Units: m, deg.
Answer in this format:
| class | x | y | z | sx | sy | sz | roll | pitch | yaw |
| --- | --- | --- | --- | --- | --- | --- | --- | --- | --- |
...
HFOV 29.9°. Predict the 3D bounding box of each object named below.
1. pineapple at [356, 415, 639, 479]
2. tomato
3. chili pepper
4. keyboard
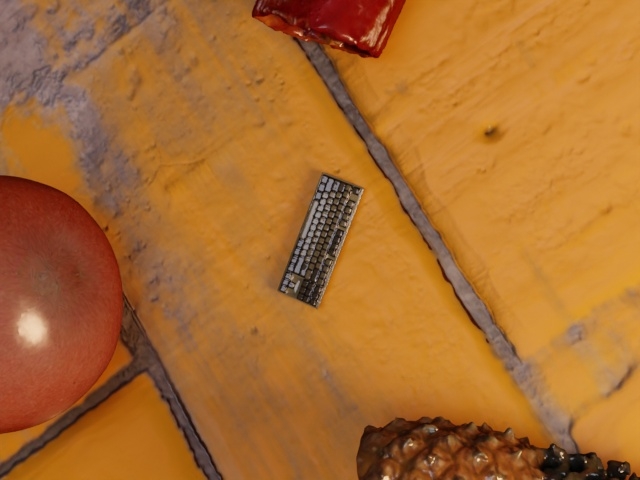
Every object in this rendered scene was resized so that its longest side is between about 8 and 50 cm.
| class | x | y | z | sx | sy | sz | roll | pitch | yaw |
| --- | --- | --- | --- | --- | --- | --- | --- | --- | --- |
| pineapple | 0.204 | 0.235 | 1.049 | 0.341 | 0.169 | 0.169 | -1 | 88 | 10 |
| tomato | -0.317 | 0.060 | 1.172 | 0.224 | 0.256 | 0.255 | -18 | 82 | 33 |
| chili pepper | 0.050 | -0.347 | 1.124 | 0.135 | 0.131 | 0.338 | 23 | 100 | 43 |
| keyboard | 0.000 | 0.000 | 1.188 | 0.049 | 0.015 | 0.129 | 23 | 95 | 18 |
